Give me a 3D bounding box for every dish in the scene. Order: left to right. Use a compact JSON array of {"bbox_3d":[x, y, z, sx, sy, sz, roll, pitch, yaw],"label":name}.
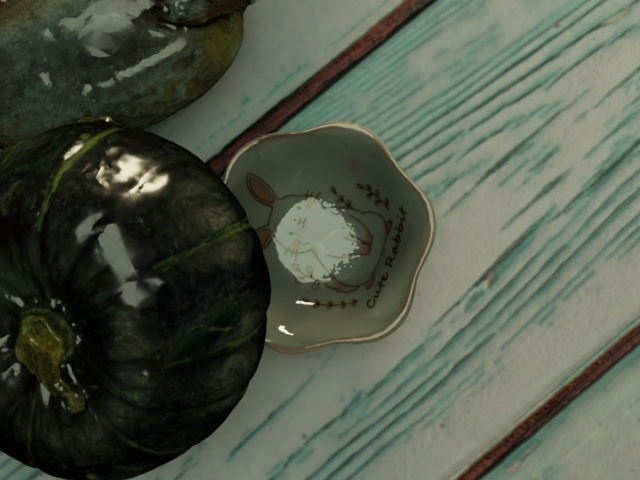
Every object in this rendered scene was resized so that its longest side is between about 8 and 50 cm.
[{"bbox_3d":[0.000,0.000,1.404,0.229,0.081,0.229,0,86,4],"label":"dish"}]

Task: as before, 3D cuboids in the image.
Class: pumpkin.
[{"bbox_3d":[-0.200,0.053,1.293,0.323,0.241,0.323,5,104,21],"label":"pumpkin"}]

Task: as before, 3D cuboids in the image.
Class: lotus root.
[{"bbox_3d":[-0.222,-0.179,1.384,0.349,0.175,0.175,-22,85,3],"label":"lotus root"}]

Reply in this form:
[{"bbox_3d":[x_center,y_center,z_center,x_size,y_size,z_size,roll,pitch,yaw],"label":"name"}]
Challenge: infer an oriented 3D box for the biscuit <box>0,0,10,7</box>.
[{"bbox_3d":[-0.329,-0.409,1.451,0.314,0.063,0.367,20,86,1],"label":"biscuit"}]
